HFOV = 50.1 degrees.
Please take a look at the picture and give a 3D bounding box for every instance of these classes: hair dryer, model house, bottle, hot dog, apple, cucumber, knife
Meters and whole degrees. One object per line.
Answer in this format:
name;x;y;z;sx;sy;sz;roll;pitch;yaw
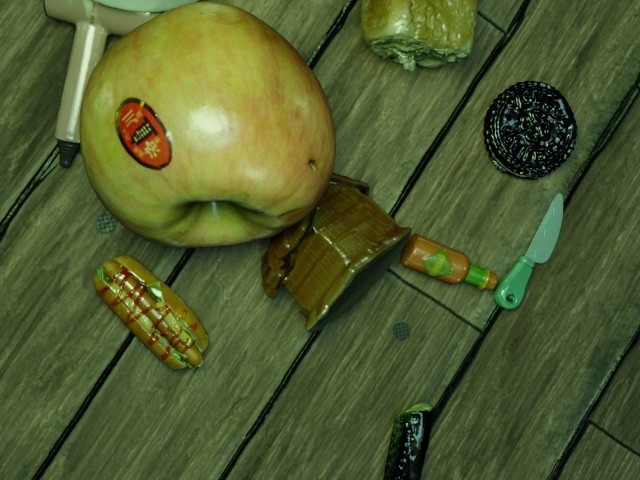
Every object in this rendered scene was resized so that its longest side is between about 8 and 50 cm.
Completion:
hair dryer;-0.390;-0.290;1.178;0.190;0.107;0.344;13;98;-12
model house;0.001;0.001;1.218;0.229;0.199;0.220;48;40;15
bottle;0.249;0.048;1.301;0.187;0.069;0.069;20;87;-11
hot dog;-0.290;0.130;1.202;0.104;0.076;0.250;-41;95;-8
apple;-0.177;-0.171;1.066;0.392;0.391;0.346;-3;65;-10
cucumber;0.159;0.426;1.291;0.075;0.074;0.241;11;90;-10
knife;0.428;0.025;1.355;0.063;0.035;0.260;36;81;-13

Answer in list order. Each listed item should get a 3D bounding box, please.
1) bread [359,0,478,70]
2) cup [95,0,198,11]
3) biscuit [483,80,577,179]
bread;0.168;-0.419;1.226;0.196;0.176;0.246;6;87;-22
cup;-0.292;-0.558;1.090;0.348;0.163;0.347;6;69;-16
biscuit;0.408;-0.214;1.334;0.195;0.053;0.194;0;91;-9
